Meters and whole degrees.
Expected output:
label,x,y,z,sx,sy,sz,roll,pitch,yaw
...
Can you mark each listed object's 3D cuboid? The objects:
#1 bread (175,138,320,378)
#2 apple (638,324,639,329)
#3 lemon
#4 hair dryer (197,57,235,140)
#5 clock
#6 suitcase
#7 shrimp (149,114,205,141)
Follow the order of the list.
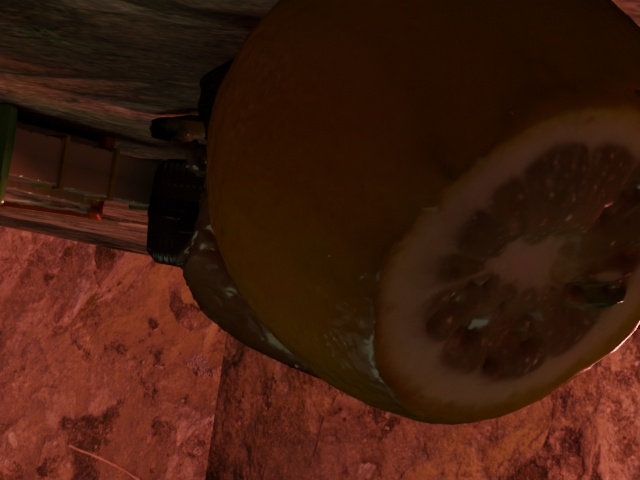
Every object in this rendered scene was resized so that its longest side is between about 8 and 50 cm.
label,x,y,z,sx,sy,sz,roll,pitch,yaw
bread,0.000,0.000,1.266,0.246,0.176,0.195,27,-150,-3
apple,0.250,-0.013,1.308,0.201,0.162,0.201,17,-177,-1
lemon,0.054,-0.043,0.849,0.240,0.240,0.219,12,-155,-41
hair dryer,0.062,-0.105,1.169,0.235,0.091,0.272,-4,-176,19
clock,-0.328,-0.076,1.840,0.220,0.106,0.255,5,175,40
suitcase,-0.064,-0.019,1.906,0.202,0.128,0.312,6,179,17
shrimp,-0.066,-0.088,1.643,0.198,0.051,0.262,15,174,9
